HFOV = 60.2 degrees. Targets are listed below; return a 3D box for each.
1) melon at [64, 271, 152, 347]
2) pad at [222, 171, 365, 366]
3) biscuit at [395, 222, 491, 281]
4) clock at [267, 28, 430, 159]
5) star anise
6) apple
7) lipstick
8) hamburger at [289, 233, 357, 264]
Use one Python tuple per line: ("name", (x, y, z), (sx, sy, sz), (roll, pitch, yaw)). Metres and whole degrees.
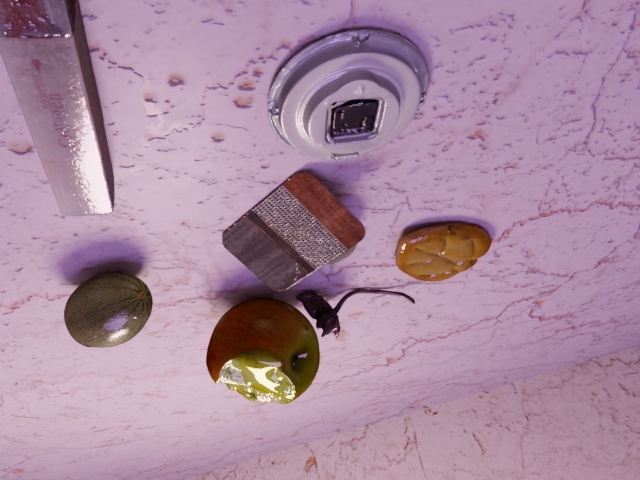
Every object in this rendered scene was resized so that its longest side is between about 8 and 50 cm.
("melon", (-0.407, 0.134, 1.052), (0.192, 0.139, 0.139), (-23, 148, 21))
("pad", (-0.006, 0.060, 0.988), (0.250, 0.323, 0.055), (-35, -179, 33))
("biscuit", (0.261, 0.028, 1.207), (0.259, 0.041, 0.203), (18, 138, -43))
("clock", (0.044, -0.183, 0.775), (0.236, 0.053, 0.236), (-8, 150, -5))
("star anise", (0.089, 0.148, 1.302), (0.227, 0.148, 0.219), (-40, 112, -4))
("apple", (-0.122, 0.255, 1.230), (0.226, 0.246, 0.246), (14, 164, 33))
("lipstick", (-0.305, -0.165, 0.653), (0.076, 0.080, 0.372), (-4, 148, -14))
("hamburger", (0.000, 0.000, 1.050), (0.139, 0.063, 0.133), (-8, 152, -10))
